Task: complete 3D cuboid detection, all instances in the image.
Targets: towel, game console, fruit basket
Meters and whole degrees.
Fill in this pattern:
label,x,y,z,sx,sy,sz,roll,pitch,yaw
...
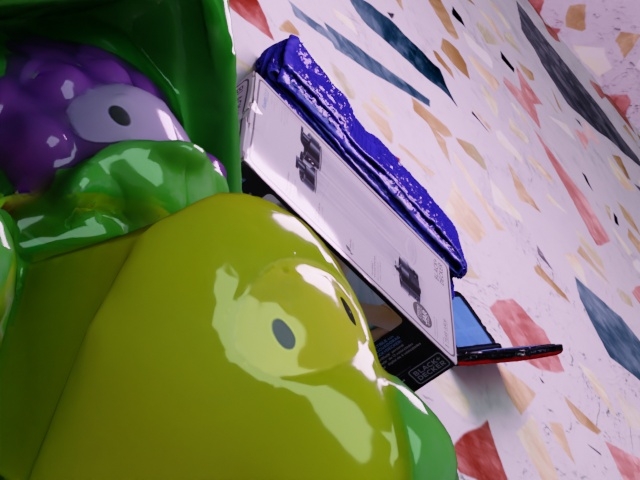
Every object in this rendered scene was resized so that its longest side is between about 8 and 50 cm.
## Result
label,x,y,z,sx,sy,sz,roll,pitch,yaw
towel,0.044,-0.082,1.526,0.308,0.076,0.228,49,17,-13
game console,0.185,0.091,1.577,0.144,0.124,0.085,1,82,-63
fruit basket,-0.112,0.016,0.667,0.392,0.392,0.283,-34,123,-68

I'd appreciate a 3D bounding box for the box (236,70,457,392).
label,x,y,z,sx,sy,sz,roll,pitch,yaw
box,0.000,0.000,1.328,0.290,0.087,0.169,44,24,-24
